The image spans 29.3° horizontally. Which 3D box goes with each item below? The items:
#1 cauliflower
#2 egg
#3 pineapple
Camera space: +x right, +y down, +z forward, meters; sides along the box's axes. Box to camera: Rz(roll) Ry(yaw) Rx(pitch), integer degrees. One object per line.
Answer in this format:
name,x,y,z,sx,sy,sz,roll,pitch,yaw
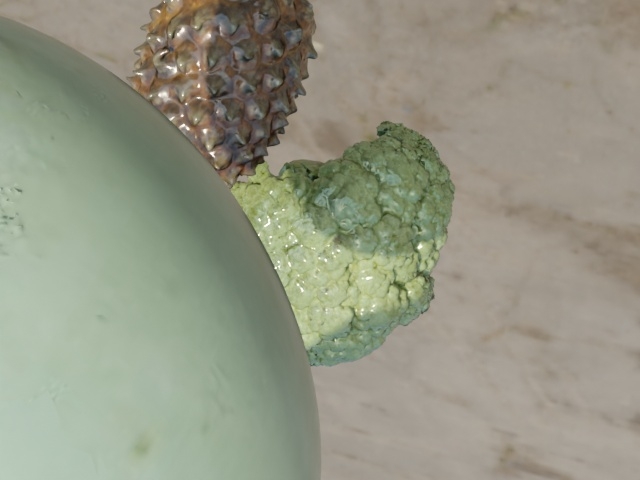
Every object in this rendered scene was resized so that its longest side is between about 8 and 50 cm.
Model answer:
cauliflower,0.000,0.000,1.346,0.275,0.272,0.250,-5,-152,-14
egg,-0.143,0.074,0.552,0.276,0.276,0.389,5,133,37
pineapple,-0.122,-0.085,1.178,0.175,0.361,0.175,17,-167,-4
